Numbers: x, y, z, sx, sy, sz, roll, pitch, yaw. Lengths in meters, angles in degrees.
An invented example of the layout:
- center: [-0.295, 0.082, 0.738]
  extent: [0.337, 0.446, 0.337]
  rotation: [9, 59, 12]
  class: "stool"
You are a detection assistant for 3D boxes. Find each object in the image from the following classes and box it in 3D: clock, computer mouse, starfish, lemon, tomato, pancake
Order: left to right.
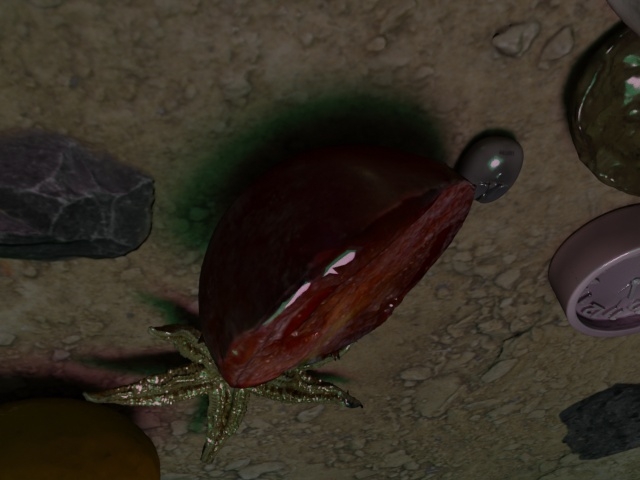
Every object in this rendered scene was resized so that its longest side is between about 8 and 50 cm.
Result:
- center: [-0.371, 0.372, 0.915]
  extent: [0.348, 0.348, 0.348]
  rotation: [-6, 137, -5]
  class: "lemon"
- center: [-0.113, 0.182, 0.938]
  extent: [0.347, 0.078, 0.357]
  rotation: [-17, 137, 7]
  class: "starfish"
- center: [-0.005, -0.001, 0.704]
  extent: [0.309, 0.170, 0.309]
  rotation: [-38, 159, -17]
  class: "tomato"
- center: [0.185, -0.072, 0.755]
  extent: [0.066, 0.039, 0.096]
  rotation: [4, 136, -15]
  class: "computer mouse"
- center: [0.407, 0.044, 0.902]
  extent: [0.197, 0.068, 0.196]
  rotation: [-6, 138, -5]
  class: "clock"
- center: [0.370, -0.149, 0.706]
  extent: [0.242, 0.050, 0.241]
  rotation: [-4, 129, -5]
  class: "pancake"

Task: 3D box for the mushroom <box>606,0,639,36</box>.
- center: [0.327, -0.201, 0.597]
  extent: [0.116, 0.093, 0.225]
  rotation: [-28, 127, 33]
  class: "mushroom"
